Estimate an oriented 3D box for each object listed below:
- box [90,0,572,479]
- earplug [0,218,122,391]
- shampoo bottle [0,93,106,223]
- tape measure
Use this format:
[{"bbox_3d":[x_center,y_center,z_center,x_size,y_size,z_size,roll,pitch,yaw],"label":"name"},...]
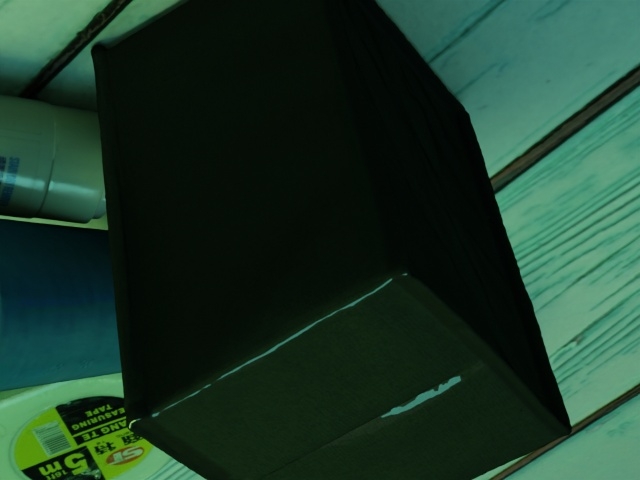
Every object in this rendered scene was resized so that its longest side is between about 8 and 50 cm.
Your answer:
[{"bbox_3d":[-0.001,0.001,1.097,0.204,0.345,0.251,-27,139,17],"label":"box"},{"bbox_3d":[-0.183,0.048,1.196,0.132,0.132,0.273,-40,156,31],"label":"earplug"},{"bbox_3d":[-0.259,-0.067,1.142,0.303,0.092,0.092,7,138,-24],"label":"shampoo bottle"},{"bbox_3d":[-0.161,0.119,1.407,0.351,0.098,0.215,-20,139,-1],"label":"tape measure"}]
